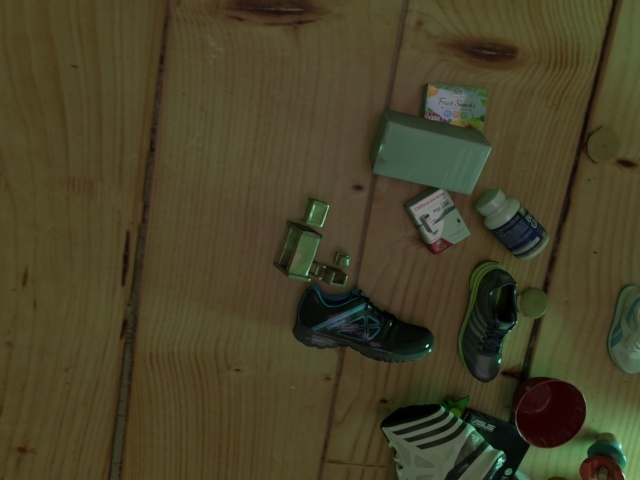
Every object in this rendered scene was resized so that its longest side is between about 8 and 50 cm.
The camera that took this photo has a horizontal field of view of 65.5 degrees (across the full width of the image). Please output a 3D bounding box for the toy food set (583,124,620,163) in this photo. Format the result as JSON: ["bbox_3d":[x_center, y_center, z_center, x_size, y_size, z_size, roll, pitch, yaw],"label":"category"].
[{"bbox_3d":[0.673,-0.227,1.190,0.083,0.020,0.083,-30,101,2],"label":"toy food set"}]

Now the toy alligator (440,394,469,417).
[{"bbox_3d":[0.314,0.462,1.274,0.051,0.056,0.189,33,104,20],"label":"toy alligator"}]

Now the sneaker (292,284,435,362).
[{"bbox_3d":[0.111,0.195,1.172,0.341,0.125,0.139,9,100,-6],"label":"sneaker"}]

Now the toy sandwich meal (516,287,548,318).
[{"bbox_3d":[0.528,0.157,1.247,0.086,0.029,0.085,0,92,-12],"label":"toy sandwich meal"}]

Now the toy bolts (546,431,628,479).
[{"bbox_3d":[0.724,0.617,1.317,0.218,0.158,0.228,8,115,35],"label":"toy bolts"}]

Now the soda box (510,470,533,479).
[{"bbox_3d":[0.530,0.661,1.258,0.063,0.183,0.058,24,98,-7],"label":"soda box"}]

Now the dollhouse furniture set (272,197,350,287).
[{"bbox_3d":[0.000,0.000,1.165,0.161,0.101,0.182,14,99,-31],"label":"dollhouse furniture set"}]

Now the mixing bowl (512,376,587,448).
[{"bbox_3d":[0.558,0.415,1.259,0.181,0.098,0.181,-1,101,-5],"label":"mixing bowl"}]

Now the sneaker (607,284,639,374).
[{"bbox_3d":[0.791,0.233,1.246,0.087,0.092,0.228,-2,102,-5],"label":"sneaker"}]

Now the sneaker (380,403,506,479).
[{"bbox_3d":[0.241,0.569,1.247,0.257,0.169,0.447,43,126,27],"label":"sneaker"}]

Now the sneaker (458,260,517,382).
[{"bbox_3d":[0.407,0.205,1.198,0.111,0.121,0.300,0,100,-4],"label":"sneaker"}]

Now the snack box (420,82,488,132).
[{"bbox_3d":[0.304,-0.302,1.141,0.141,0.037,0.100,4,99,-4],"label":"snack box"}]

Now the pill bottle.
[{"bbox_3d":[0.446,-0.041,1.169,0.169,0.094,0.094,43,95,-10],"label":"pill bottle"}]

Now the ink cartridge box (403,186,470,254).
[{"bbox_3d":[0.274,-0.050,1.175,0.099,0.056,0.135,-32,101,3],"label":"ink cartridge box"}]

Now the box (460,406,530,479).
[{"bbox_3d":[0.430,0.552,1.302,0.191,0.045,0.184,24,100,-9],"label":"box"}]

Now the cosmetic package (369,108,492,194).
[{"bbox_3d":[0.238,-0.197,1.108,0.238,0.107,0.127,15,122,-5],"label":"cosmetic package"}]
